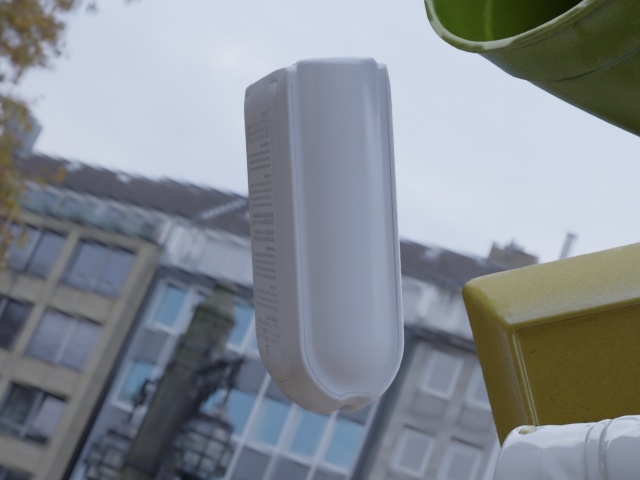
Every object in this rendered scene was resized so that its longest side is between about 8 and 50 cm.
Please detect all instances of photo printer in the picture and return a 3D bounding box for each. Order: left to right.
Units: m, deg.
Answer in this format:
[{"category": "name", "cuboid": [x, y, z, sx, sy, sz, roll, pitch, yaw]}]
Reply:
[{"category": "photo printer", "cuboid": [0.000, 0.000, 1.332, 0.107, 0.307, 0.256, -3, 1, -11]}]

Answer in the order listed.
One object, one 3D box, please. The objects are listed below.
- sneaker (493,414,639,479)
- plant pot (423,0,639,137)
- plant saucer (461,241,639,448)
[{"category": "sneaker", "cuboid": [0.192, 0.235, 0.859, 0.169, 0.108, 0.292, -8, -80, 41]}, {"category": "plant pot", "cuboid": [0.347, -0.234, 1.346, 0.353, 0.366, 0.366, 33, -24, -28]}, {"category": "plant saucer", "cuboid": [0.381, 0.184, 1.945, 0.333, 0.081, 0.333, -13, -76, 10]}]
